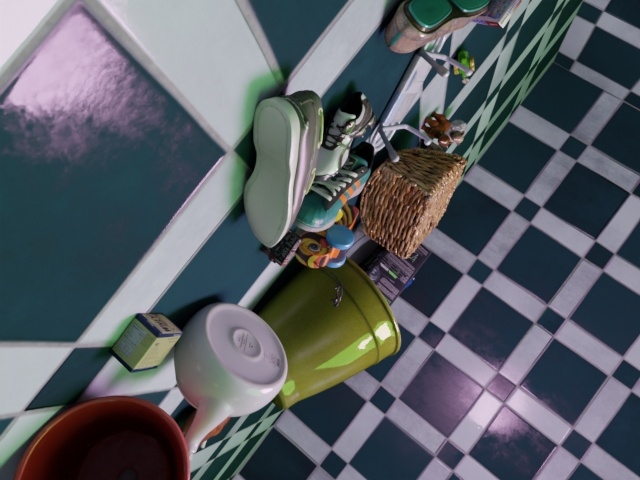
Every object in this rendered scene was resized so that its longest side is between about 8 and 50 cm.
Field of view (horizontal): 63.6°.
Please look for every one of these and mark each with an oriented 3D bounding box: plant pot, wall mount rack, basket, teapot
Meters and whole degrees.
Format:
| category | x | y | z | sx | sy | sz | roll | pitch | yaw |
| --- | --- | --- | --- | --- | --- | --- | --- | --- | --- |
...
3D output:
| category | x | y | z | sx | sy | sz | roll | pitch | yaw |
| --- | --- | --- | --- | --- | --- | --- | --- | --- | --- |
| plant pot | -0.367 | 0.431 | 0.928 | 0.275 | 0.275 | 0.243 | -46 | 172 | -24 |
| wall mount rack | 0.231 | -0.325 | 1.206 | 0.304 | 0.131 | 0.349 | -29 | 151 | -57 |
| basket | 0.261 | -0.139 | 1.555 | 0.223 | 0.214 | 0.299 | -43 | 157 | -34 |
| teapot | -0.207 | 0.263 | 1.073 | 0.187 | 0.252 | 0.256 | -45 | 157 | 23 |
| plant pot | -0.034 | 0.267 | 1.434 | 0.353 | 0.366 | 0.366 | -33 | 158 | -22 |

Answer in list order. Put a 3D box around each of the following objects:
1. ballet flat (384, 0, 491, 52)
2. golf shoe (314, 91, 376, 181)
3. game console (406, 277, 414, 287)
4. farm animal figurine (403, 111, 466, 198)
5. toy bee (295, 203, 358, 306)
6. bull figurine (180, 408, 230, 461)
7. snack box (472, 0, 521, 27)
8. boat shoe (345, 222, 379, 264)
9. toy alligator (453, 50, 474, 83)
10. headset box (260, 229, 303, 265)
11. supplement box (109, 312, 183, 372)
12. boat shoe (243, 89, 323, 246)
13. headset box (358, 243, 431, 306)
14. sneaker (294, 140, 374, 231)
| category | x | y | z | sx | sy | sz | roll | pitch | yaw |
| --- | --- | --- | --- | --- | --- | --- | --- | --- | --- |
| ballet flat | 0.227 | -0.448 | 1.020 | 0.316 | 0.107 | 0.106 | -34 | 177 | -37 |
| golf shoe | 0.030 | -0.208 | 1.007 | 0.198 | 0.077 | 0.094 | -56 | 155 | -15 |
| game console | 0.287 | 0.104 | 2.120 | 0.250 | 0.173 | 0.293 | -47 | 179 | -45 |
| farm animal figurine | 0.378 | -0.248 | 1.736 | 0.330 | 0.172 | 0.327 | -60 | 164 | 24 |
| toy bee | 0.000 | 0.000 | 1.279 | 0.298 | 0.162 | 0.195 | -79 | -172 | -64 |
| bull figurine | -0.331 | 0.541 | 1.545 | 0.188 | 0.101 | 0.310 | -52 | 166 | 3 |
| snack box | 0.347 | -0.502 | 1.110 | 0.022 | 0.178 | 0.064 | 27 | 103 | -35 |
| boat shoe | 0.156 | -0.025 | 1.751 | 0.267 | 0.088 | 0.096 | -48 | 148 | -7 |
| toy alligator | 0.418 | -0.512 | 1.505 | 0.190 | 0.056 | 0.051 | 4 | 82 | -72 |
| headset box | -0.088 | 0.013 | 1.148 | 0.083 | 0.062 | 0.032 | -57 | 164 | 12 |
| supplement box | -0.300 | 0.176 | 0.895 | 0.083 | 0.056 | 0.083 | -53 | 165 | 2 |
| boat shoe | -0.060 | -0.110 | 0.866 | 0.091 | 0.109 | 0.304 | -35 | 154 | -37 |
| headset box | 0.199 | 0.121 | 1.747 | 0.283 | 0.131 | 0.246 | -50 | -176 | -17 |
| sneaker | 0.029 | -0.130 | 1.110 | 0.302 | 0.108 | 0.121 | -48 | 166 | -50 |
